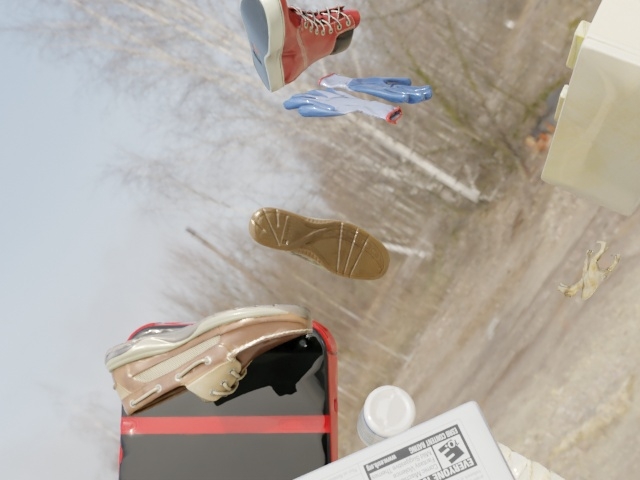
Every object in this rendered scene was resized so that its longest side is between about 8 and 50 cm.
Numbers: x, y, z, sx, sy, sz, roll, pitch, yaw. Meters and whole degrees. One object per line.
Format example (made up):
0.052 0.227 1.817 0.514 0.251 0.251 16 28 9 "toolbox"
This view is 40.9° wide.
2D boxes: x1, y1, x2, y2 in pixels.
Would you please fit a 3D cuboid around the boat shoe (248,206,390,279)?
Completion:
0.000 0.000 1.692 0.089 0.285 0.105 -134 65 -88 "boat shoe"

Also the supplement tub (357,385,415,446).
0.089 0.245 1.176 0.071 0.071 0.107 -57 -9 -23 "supplement tub"

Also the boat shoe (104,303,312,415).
-0.155 0.174 1.240 0.324 0.117 0.123 -19 -13 17 "boat shoe"

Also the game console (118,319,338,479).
-0.161 0.306 1.477 0.060 0.386 0.342 40 -132 -76 "game console"

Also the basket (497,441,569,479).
0.259 0.469 1.137 0.331 0.266 0.328 -51 36 -15 "basket"

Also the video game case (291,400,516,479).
0.026 0.263 0.511 0.269 0.244 0.061 -23 -33 -1 "video game case"

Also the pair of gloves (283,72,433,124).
0.053 -0.186 1.120 0.198 0.159 0.023 -38 -43 -54 "pair of gloves"

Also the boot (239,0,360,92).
-0.021 -0.331 1.276 0.176 0.088 0.244 -29 -15 -7 "boot"

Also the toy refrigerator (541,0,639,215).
0.230 -0.113 0.635 0.102 0.094 0.269 -63 -14 -8 "toy refrigerator"

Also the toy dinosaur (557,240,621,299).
0.446 0.053 1.376 0.093 0.053 0.183 -61 0 -15 "toy dinosaur"
